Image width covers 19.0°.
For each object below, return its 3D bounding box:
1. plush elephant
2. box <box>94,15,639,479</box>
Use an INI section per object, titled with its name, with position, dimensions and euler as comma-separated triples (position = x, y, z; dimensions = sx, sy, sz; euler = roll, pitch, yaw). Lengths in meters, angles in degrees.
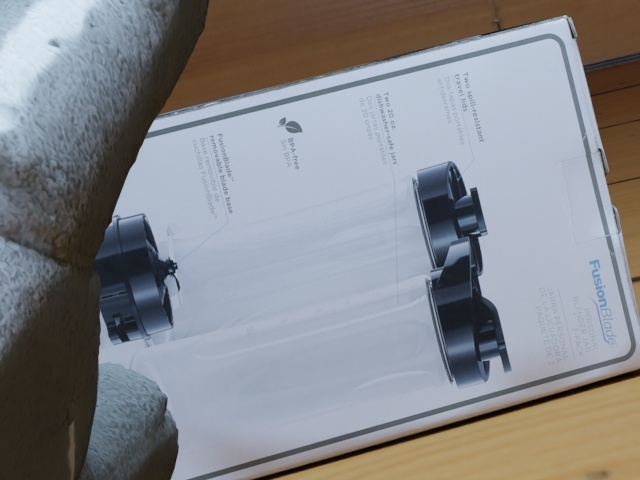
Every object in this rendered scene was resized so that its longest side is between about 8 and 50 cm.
[plush elephant]
position = -0.201, 0.039, 0.573
dimensions = 0.255, 0.271, 0.330
euler = 13, 38, 10
[box]
position = -0.012, 0.013, 0.871
dimensions = 0.290, 0.169, 0.087
euler = -16, 5, -10
